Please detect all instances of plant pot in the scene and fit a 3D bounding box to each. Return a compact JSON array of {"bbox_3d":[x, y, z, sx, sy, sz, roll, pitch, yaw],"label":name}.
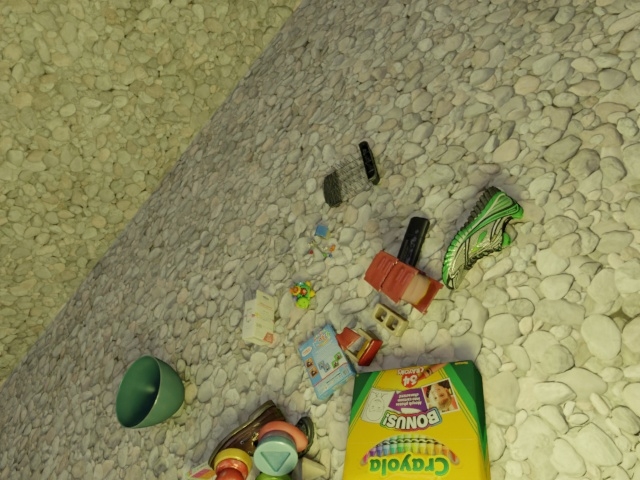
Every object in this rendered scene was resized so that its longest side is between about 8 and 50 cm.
[{"bbox_3d":[-0.700,0.657,1.916,0.290,0.195,0.290,-18,56,30],"label":"plant pot"}]

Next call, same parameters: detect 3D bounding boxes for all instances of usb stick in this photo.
[{"bbox_3d":[0.309,0.044,1.561,0.077,0.045,0.278,13,74,34],"label":"usb stick"}]

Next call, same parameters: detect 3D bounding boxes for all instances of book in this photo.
[{"bbox_3d":[-0.415,0.844,1.651,0.144,0.096,0.035,-35,49,18],"label":"book"}]

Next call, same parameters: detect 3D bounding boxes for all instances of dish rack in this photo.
[{"bbox_3d":[0.115,-0.265,1.870,0.271,0.074,0.208,-27,51,25],"label":"dish rack"}]

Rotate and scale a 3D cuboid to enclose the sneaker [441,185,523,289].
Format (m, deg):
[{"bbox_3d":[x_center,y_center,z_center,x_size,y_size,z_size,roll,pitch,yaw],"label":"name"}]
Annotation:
[{"bbox_3d":[0.491,0.009,1.376,0.146,0.134,0.344,35,100,24],"label":"sneaker"}]

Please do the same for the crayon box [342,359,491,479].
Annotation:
[{"bbox_3d":[0.255,0.507,1.216,0.362,0.106,0.313,-17,39,28],"label":"crayon box"}]

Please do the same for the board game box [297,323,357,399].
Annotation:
[{"bbox_3d":[0.020,0.425,1.580,0.160,0.039,0.211,-41,48,13],"label":"board game box"}]

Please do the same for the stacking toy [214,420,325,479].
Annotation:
[{"bbox_3d":[-0.154,0.728,1.367,0.309,0.279,0.130,-38,15,12],"label":"stacking toy"}]

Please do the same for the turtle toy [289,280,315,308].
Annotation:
[{"bbox_3d":[-0.075,0.214,1.755,0.095,0.066,0.130,-40,47,14],"label":"turtle toy"}]

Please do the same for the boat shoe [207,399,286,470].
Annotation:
[{"bbox_3d":[-0.256,0.705,1.566,0.307,0.111,0.104,-44,62,-5],"label":"boat shoe"}]

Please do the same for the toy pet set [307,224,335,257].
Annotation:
[{"bbox_3d":[0.000,0.000,1.817,0.122,0.065,0.114,7,71,40],"label":"toy pet set"}]

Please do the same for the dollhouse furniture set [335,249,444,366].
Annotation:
[{"bbox_3d":[0.197,0.238,1.400,0.152,0.201,0.374,34,98,41],"label":"dollhouse furniture set"}]

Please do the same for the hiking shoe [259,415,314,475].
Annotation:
[{"bbox_3d":[-0.106,0.686,1.480,0.086,0.114,0.227,25,83,43],"label":"hiking shoe"}]

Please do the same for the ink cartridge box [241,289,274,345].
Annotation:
[{"bbox_3d":[-0.248,0.310,1.806,0.067,0.115,0.198,-19,54,30],"label":"ink cartridge box"}]
